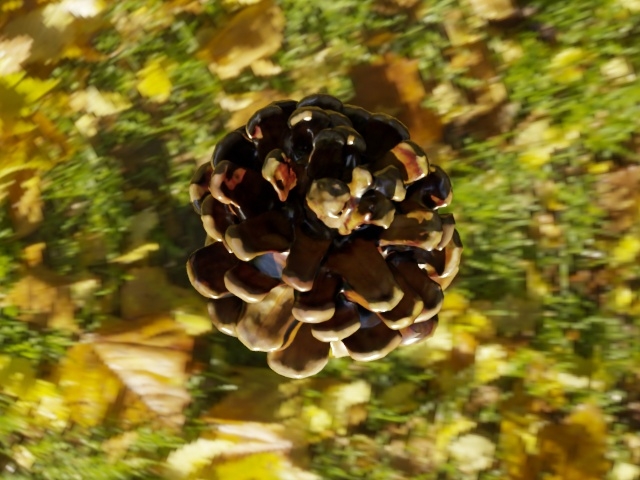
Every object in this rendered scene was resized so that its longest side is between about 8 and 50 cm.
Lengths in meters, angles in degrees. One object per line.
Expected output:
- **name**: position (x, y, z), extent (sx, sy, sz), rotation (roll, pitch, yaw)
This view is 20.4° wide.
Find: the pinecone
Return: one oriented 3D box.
- **pinecone**: position (0.001, -0.002, 1.110), extent (0.179, 0.195, 0.150), rotation (27, 62, 4)
